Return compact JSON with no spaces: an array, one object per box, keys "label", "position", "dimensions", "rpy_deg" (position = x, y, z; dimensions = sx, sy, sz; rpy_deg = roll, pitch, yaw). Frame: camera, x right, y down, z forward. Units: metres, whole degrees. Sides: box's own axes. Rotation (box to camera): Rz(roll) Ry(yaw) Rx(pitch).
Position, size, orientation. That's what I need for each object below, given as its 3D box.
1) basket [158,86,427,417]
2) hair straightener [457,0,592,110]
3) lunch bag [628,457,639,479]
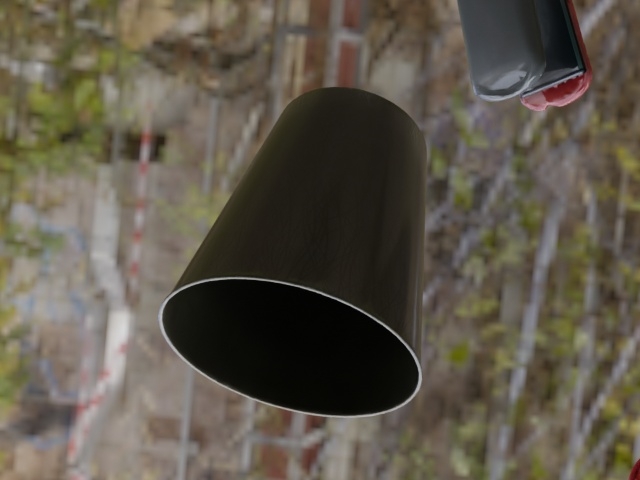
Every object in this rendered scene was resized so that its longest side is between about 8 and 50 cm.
[{"label":"basket","position":[0.000,0.000,1.494],"dimensions":[0.204,0.227,0.154],"rpy_deg":[15,139,1]},{"label":"hair straightener","position":[0.066,-0.174,0.860],"dimensions":[0.047,0.230,0.089],"rpy_deg":[-14,171,38]},{"label":"lunch bag","position":[0.434,0.283,1.771],"dimensions":[0.293,0.258,0.120],"rpy_deg":[-6,149,23]}]
